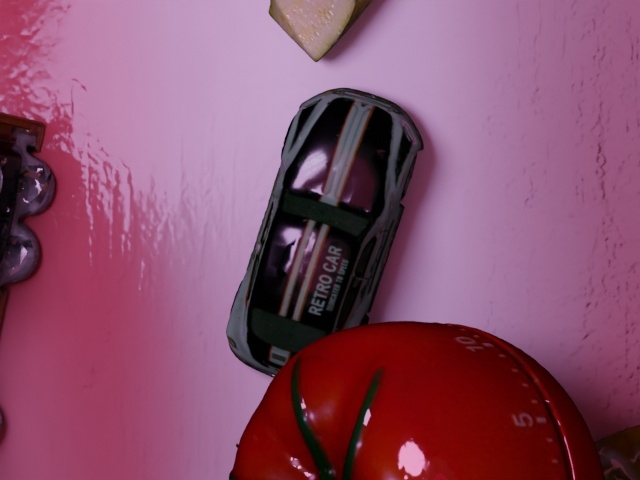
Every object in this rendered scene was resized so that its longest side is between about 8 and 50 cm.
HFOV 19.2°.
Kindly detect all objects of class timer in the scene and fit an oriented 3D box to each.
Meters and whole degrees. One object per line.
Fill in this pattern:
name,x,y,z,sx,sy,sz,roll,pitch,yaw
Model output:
timer,0.092,0.263,1.762,0.378,0.279,0.378,-12,74,48

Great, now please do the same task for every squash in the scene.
squash,0.034,-0.277,1.888,0.200,0.075,0.090,-47,60,6

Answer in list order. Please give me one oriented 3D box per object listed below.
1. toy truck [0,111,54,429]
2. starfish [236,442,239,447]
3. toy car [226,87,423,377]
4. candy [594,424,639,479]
toy truck,-0.420,0.046,1.926,0.207,0.173,0.387,13,92,14
starfish,-0.058,0.266,1.941,0.130,0.041,0.133,-26,91,-4
toy car,0.000,0.000,1.882,0.136,0.125,0.306,19,97,7
candy,0.339,0.303,1.851,0.260,0.118,0.260,0,90,7
